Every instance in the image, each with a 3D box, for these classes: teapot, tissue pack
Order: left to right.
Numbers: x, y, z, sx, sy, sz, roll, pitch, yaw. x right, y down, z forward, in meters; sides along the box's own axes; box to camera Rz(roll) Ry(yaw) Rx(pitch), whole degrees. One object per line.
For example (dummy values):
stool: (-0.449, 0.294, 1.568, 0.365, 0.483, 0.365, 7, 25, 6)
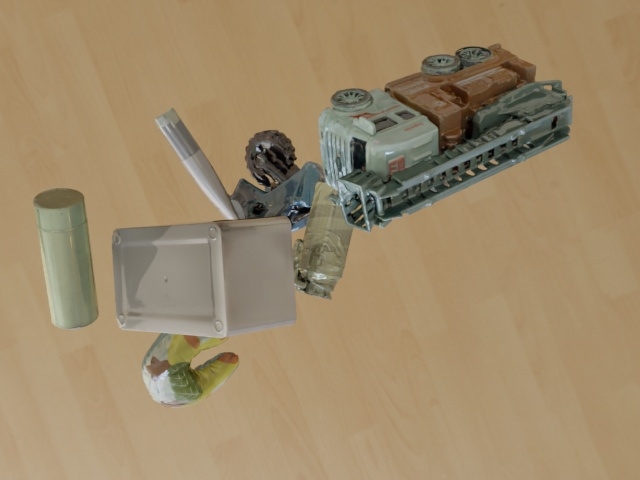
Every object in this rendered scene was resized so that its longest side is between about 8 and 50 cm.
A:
tissue pack: (-0.173, 0.051, 1.028, 0.246, 0.136, 0.159, -1, 93, 39)
teapot: (0.000, 0.000, 1.252, 0.107, 0.077, 0.200, 14, 88, -44)

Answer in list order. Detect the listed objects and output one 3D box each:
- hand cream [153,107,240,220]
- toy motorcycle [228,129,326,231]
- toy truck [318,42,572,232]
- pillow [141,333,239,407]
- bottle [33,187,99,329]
hand cream: (-0.229, -0.134, 1.360, 0.048, 0.079, 0.255, -33, 106, -8)
toy motorcycle: (-0.090, -0.033, 1.591, 0.232, 0.172, 0.416, 23, 115, 26)
toy truck: (0.148, -0.131, 0.907, 0.338, 0.184, 0.133, -25, 129, -22)
pillow: (-0.266, 0.248, 1.470, 0.214, 0.086, 0.233, -28, 135, -28)
bottle: (-0.369, 0.028, 1.036, 0.072, 0.072, 0.201, 1, 118, -4)
